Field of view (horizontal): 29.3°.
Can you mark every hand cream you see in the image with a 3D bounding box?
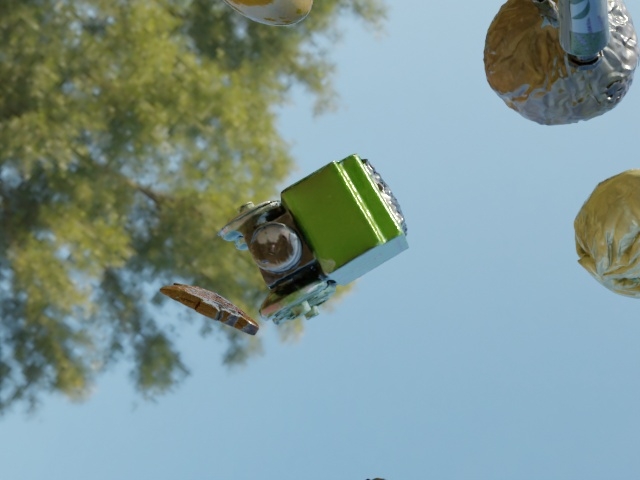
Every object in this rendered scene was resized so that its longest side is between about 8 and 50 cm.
[{"bbox_3d":[0.292,-0.306,1.371,0.058,0.271,0.091,22,-124,30],"label":"hand cream"}]

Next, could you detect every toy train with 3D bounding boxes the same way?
[{"bbox_3d":[0.000,0.000,1.758,0.249,0.173,0.307,-30,172,3],"label":"toy train"}]

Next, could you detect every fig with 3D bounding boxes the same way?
[{"bbox_3d":[0.425,-0.358,2.166,0.286,0.286,0.368,-49,165,2],"label":"fig"}]

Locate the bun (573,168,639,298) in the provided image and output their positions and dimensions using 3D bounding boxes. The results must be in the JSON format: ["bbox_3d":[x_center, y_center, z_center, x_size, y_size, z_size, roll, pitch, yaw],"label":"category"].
[{"bbox_3d":[0.470,0.006,1.768,0.229,0.229,0.145,-8,-131,54],"label":"bun"}]

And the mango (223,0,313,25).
[{"bbox_3d":[-0.085,-0.325,1.229,0.138,0.253,0.113,-31,171,-18],"label":"mango"}]

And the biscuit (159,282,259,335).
[{"bbox_3d":[-0.125,0.072,1.401,0.019,0.119,0.130,-64,-174,1],"label":"biscuit"}]

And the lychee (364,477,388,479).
[{"bbox_3d":[0.072,0.466,1.720,0.264,0.300,0.264,-55,-179,2],"label":"lychee"}]
